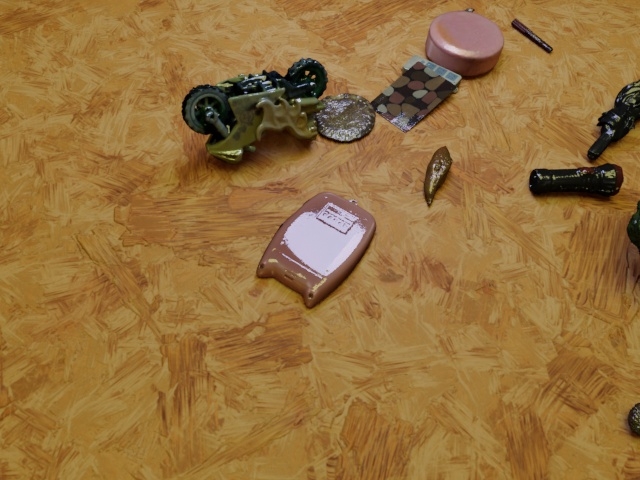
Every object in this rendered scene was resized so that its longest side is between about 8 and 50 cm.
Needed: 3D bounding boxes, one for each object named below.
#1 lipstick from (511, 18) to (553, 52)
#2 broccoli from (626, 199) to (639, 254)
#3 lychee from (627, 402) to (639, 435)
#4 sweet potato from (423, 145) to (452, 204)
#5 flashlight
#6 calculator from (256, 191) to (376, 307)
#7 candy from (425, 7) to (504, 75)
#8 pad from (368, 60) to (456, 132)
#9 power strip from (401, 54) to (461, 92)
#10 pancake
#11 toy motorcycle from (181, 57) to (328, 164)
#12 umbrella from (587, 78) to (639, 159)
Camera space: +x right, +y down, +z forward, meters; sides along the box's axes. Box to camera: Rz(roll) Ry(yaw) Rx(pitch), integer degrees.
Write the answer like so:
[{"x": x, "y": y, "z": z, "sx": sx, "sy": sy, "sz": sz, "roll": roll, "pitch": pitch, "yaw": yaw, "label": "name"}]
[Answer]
[{"x": 0.711, "y": -0.686, "z": 1.914, "sx": 0.027, "sy": 0.027, "sz": 0.176, "roll": -30, "pitch": 64, "yaw": -20, "label": "lipstick"}, {"x": 0.891, "y": -0.007, "z": 1.329, "sx": 0.321, "sy": 0.283, "sz": 0.304, "roll": -31, "pitch": 77, "yaw": -36, "label": "broccoli"}, {"x": 0.683, "y": 0.374, "z": 1.193, "sx": 0.083, "sy": 0.068, "sz": 0.067, "roll": -42, "pitch": 36, "yaw": -6, "label": "lychee"}, {"x": 0.318, "y": -0.184, "z": 1.552, "sx": 0.068, "sy": 0.060, "sz": 0.206, "roll": 0, "pitch": 58, "yaw": 45, "label": "sweet potato"}, {"x": 0.684, "y": -0.165, "z": 1.535, "sx": 0.231, "sy": 0.093, "sz": 0.093, "roll": 1, "pitch": 57, "yaw": -1, "label": "flashlight"}, {"x": 0.000, "y": 0.000, "z": 1.425, "sx": 0.220, "sy": 0.048, "sz": 0.330, "roll": 29, "pitch": 58, "yaw": 17, "label": "calculator"}, {"x": 0.461, "y": -0.638, "z": 1.827, "sx": 0.255, "sy": 0.094, "sz": 0.256, "roll": 2, "pitch": 55, "yaw": -3, "label": "candy"}, {"x": 0.277, "y": -0.437, "z": 1.724, "sx": 0.235, "sy": 0.003, "sz": 0.158, "roll": -42, "pitch": 68, "yaw": -15, "label": "pad"}, {"x": 0.346, "y": -0.517, "z": 1.783, "sx": 0.192, "sy": 0.035, "sz": 0.081, "roll": 34, "pitch": 64, "yaw": 19, "label": "power strip"}, {"x": 0.069, "y": -0.365, "z": 1.681, "sx": 0.199, "sy": 0.021, "sz": 0.199, "roll": 1, "pitch": 57, "yaw": -1, "label": "pancake"}, {"x": -0.162, "y": -0.342, "z": 1.534, "sx": 0.409, "sy": 0.237, "sz": 0.169, "roll": -21, "pitch": 46, "yaw": -18, "label": "toy motorcycle"}, {"x": 0.876, "y": -0.349, "z": 1.664, "sx": 0.118, "sy": 0.118, "sz": 0.340, "roll": 36, "pitch": 68, "yaw": 20, "label": "umbrella"}]
